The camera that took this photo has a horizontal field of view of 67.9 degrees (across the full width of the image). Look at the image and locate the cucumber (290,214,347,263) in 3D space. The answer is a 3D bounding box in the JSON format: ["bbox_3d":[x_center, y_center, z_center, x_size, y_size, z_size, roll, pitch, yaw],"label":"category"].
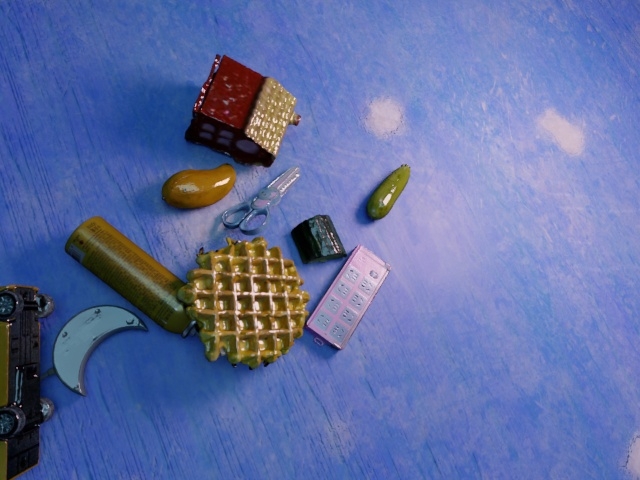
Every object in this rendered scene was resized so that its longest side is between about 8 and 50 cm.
[{"bbox_3d":[0.000,0.000,1.188,0.116,0.062,0.115,-17,74,-23],"label":"cucumber"}]

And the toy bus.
[{"bbox_3d":[-0.577,0.253,0.869,0.122,0.121,0.336,-4,82,-2],"label":"toy bus"}]

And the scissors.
[{"bbox_3d":[-0.130,-0.106,1.184,0.125,0.030,0.256,18,50,31],"label":"scissors"}]

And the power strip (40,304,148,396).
[{"bbox_3d":[-0.476,0.219,0.978,0.137,0.044,0.216,42,65,1],"label":"power strip"}]

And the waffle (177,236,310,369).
[{"bbox_3d":[-0.150,0.123,1.046,0.329,0.062,0.330,18,57,-29],"label":"waffle"}]

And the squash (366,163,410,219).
[{"bbox_3d":[0.188,-0.135,1.286,0.066,0.066,0.201,38,65,-1],"label":"squash"}]

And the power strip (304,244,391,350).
[{"bbox_3d":[0.070,0.138,1.172,0.109,0.037,0.279,36,66,-2],"label":"power strip"}]

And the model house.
[{"bbox_3d":[-0.182,-0.306,1.185,0.253,0.160,0.196,20,66,-11],"label":"model house"}]

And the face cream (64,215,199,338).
[{"bbox_3d":[-0.372,0.094,1.019,0.348,0.105,0.105,38,66,-1],"label":"face cream"}]

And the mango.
[{"bbox_3d":[-0.288,-0.128,1.139,0.190,0.075,0.098,-21,87,-28],"label":"mango"}]
